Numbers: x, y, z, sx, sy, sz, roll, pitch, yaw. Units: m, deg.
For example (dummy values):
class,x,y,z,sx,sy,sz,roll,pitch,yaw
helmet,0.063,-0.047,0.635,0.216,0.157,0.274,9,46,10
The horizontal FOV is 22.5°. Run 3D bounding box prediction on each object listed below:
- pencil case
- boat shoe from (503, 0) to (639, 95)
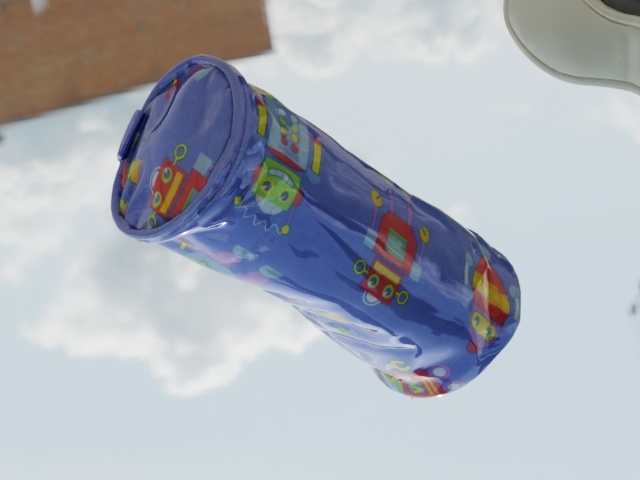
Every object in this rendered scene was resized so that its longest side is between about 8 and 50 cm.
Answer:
class,x,y,z,sx,sy,sz,roll,pitch,yaw
pencil case,0.000,0.000,1.025,0.133,0.119,0.306,11,164,46
boat shoe,0.259,-0.179,1.359,0.079,0.095,0.254,-17,-155,-32
